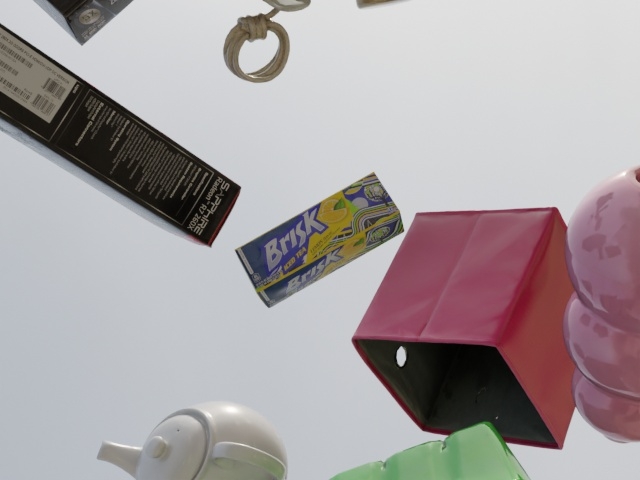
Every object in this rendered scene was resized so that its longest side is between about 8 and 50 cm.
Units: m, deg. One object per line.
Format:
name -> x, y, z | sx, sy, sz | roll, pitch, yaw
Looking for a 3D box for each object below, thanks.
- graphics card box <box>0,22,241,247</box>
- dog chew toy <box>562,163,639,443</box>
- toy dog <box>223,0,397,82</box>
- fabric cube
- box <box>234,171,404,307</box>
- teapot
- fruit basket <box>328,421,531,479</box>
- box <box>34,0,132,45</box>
graphics card box -> -0.295, -0.132, 1.113 | 0.371, 0.233, 0.094 | 33, -97, -28
dog chew toy -> 0.367, 0.086, 1.047 | 0.207, 0.207, 0.331 | -20, -55, -39
toy dog -> -0.012, -0.360, 1.168 | 0.334, 0.161, 0.220 | -31, -83, -8
fabric cube -> 0.247, 0.128, 1.406 | 0.254, 0.259, 0.258 | 53, -128, -34
box -> 0.000, 0.000, 0.968 | 0.169, 0.059, 0.054 | -30, -25, -2
teapot -> -0.183, 0.342, 1.397 | 0.256, 0.252, 0.187 | -43, -50, 6
fruit basket -> 0.115, 0.415, 1.046 | 0.392, 0.392, 0.283 | -47, -53, -27
box -> -0.307, -0.357, 1.133 | 0.147, 0.180, 0.077 | -44, -11, -10
